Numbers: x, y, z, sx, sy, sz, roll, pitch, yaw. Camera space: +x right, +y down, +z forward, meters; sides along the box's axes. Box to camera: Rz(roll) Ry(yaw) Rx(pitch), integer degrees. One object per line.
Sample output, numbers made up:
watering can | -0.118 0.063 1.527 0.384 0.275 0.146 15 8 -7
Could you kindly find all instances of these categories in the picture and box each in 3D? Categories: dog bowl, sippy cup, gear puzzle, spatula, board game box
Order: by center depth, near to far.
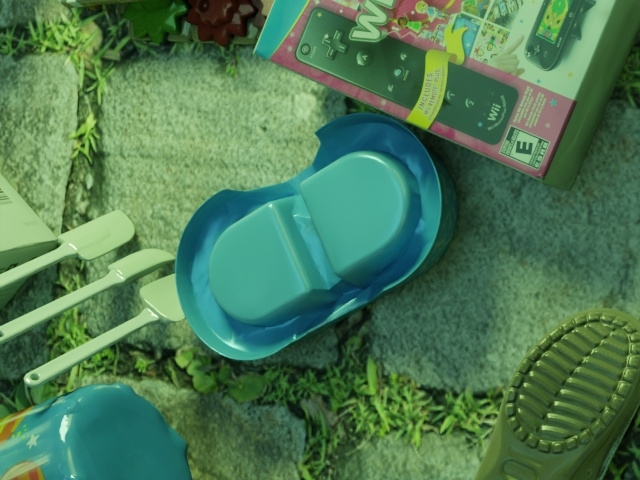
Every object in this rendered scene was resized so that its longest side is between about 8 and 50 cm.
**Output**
board game box | 0.120 -0.206 1.507 0.303 0.097 0.224 26 99 25
dog bowl | 0.000 0.000 1.589 0.297 0.074 0.166 -31 73 25
sippy cup | -0.248 0.251 1.612 0.224 0.305 0.240 -31 58 32
spatula | -0.228 0.053 1.637 0.168 0.242 0.019 39 133 24
gear puzzle | -0.137 -0.284 1.700 0.339 0.044 0.176 6 90 30

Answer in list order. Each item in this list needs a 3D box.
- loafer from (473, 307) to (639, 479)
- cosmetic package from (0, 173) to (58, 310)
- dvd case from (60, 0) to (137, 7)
loafer | 0.197 0.181 1.458 0.102 0.092 0.268 30 86 26
cosmetic package | -0.520 0.082 1.816 0.230 0.161 0.453 47 110 11
dvd case | -0.161 -0.319 1.690 0.221 0.018 0.165 0 77 33
